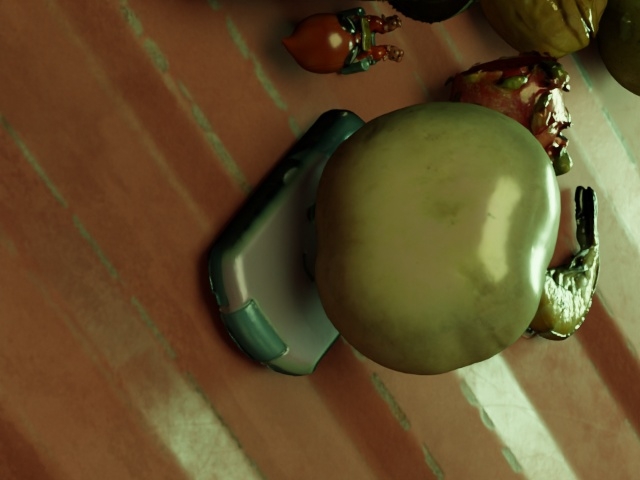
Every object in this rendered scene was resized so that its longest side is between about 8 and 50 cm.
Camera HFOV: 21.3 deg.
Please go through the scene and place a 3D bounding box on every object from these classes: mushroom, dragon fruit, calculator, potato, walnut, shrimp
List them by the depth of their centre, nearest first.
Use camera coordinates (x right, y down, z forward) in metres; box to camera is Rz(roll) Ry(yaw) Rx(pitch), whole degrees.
[{"bbox_3d":[0.113,-0.002,1.645,0.260,0.234,0.254,-36,79,1],"label":"mushroom"},{"bbox_3d":[0.000,0.000,1.693,0.173,0.051,0.293,53,55,-23],"label":"calculator"},{"bbox_3d":[0.215,-0.135,1.839,0.207,0.133,0.150,50,59,-47],"label":"dragon fruit"},{"bbox_3d":[0.245,-0.282,1.878,0.144,0.144,0.180,-54,126,-30],"label":"walnut"},{"bbox_3d":[0.242,-0.021,1.911,0.262,0.051,0.198,52,49,-28],"label":"shrimp"},{"bbox_3d":[0.391,-0.275,1.965,0.228,0.149,0.197,49,46,-69],"label":"potato"}]

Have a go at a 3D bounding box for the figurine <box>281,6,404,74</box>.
[{"bbox_3d":[0.017,-0.201,1.709,0.140,0.075,0.068,-8,94,-53],"label":"figurine"}]

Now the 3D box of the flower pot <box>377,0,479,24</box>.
[{"bbox_3d":[0.007,-0.334,1.619,0.259,0.290,0.290,-12,93,-28],"label":"flower pot"}]
